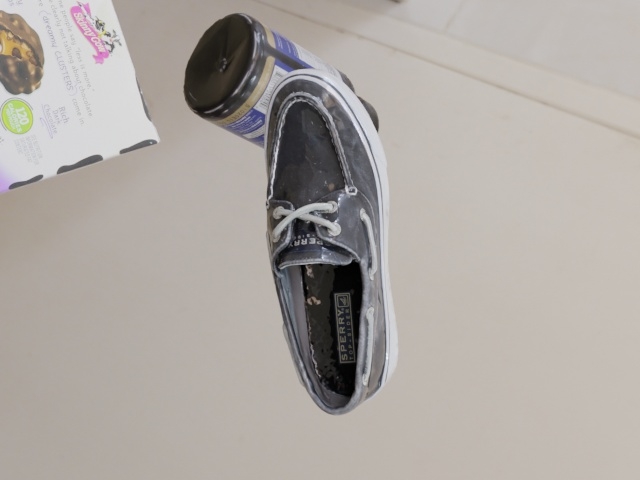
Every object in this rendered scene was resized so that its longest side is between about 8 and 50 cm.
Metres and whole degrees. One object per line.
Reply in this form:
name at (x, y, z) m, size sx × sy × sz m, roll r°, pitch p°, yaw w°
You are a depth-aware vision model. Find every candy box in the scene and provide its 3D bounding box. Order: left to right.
candy box at (-0.230, -0.113, 0.627) m, size 0.196 × 0.070 × 0.165 m, roll -20°, pitch 99°, yaw -20°

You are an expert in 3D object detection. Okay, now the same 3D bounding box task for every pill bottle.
pill bottle at (-0.037, -0.158, 1.063) m, size 0.219 × 0.123 × 0.123 m, roll 24°, pitch 93°, yaw -43°

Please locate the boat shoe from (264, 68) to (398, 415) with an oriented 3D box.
boat shoe at (0.000, 0.000, 0.804) m, size 0.102 × 0.108 × 0.301 m, roll -19°, pitch 103°, yaw -71°
